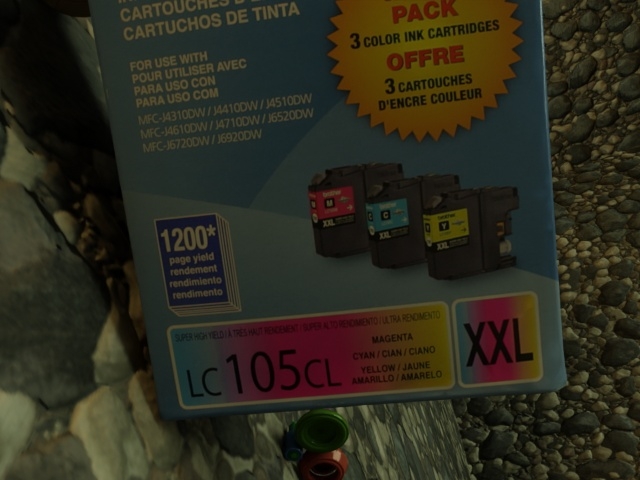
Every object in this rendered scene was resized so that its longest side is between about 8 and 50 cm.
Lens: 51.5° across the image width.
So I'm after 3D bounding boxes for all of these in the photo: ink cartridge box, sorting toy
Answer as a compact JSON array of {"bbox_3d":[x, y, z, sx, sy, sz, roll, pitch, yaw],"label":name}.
[{"bbox_3d":[0.005,-0.099,0.449,0.151,0.269,0.396,-62,145,-80],"label":"ink cartridge box"},{"bbox_3d":[-0.004,0.191,0.640,0.042,0.061,0.102,-92,-179,-60],"label":"sorting toy"}]

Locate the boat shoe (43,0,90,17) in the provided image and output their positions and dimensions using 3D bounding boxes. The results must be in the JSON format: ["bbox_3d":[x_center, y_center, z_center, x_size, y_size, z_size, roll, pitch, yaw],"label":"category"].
[{"bbox_3d":[-0.211,-0.292,0.432,0.092,0.102,0.285,-106,173,-48],"label":"boat shoe"}]
